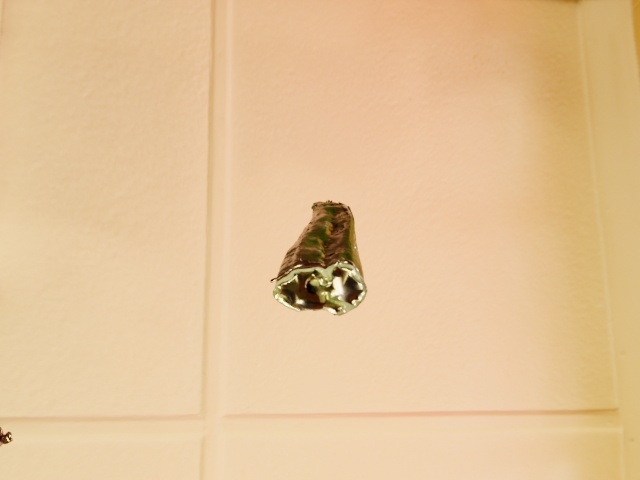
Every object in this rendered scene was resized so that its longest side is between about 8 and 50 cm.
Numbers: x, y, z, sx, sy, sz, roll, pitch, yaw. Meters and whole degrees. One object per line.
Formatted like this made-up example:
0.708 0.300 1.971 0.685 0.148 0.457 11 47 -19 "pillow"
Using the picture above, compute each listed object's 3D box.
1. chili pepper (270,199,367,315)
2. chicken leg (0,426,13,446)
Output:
0.000 0.000 0.748 0.088 0.227 0.059 3 -67 0 "chili pepper"
-0.373 0.276 0.702 0.125 0.080 0.196 2 -103 6 "chicken leg"
